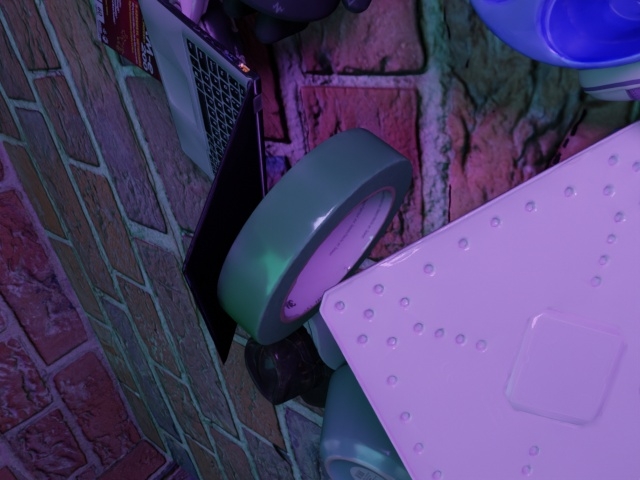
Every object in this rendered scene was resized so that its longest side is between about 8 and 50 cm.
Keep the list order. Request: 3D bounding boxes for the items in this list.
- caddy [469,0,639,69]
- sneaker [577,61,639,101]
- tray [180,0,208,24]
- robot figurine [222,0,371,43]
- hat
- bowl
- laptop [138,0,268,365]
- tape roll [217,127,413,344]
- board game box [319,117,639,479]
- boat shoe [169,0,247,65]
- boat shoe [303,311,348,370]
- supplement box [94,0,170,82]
[{"bbox_3d":[0.244,-0.295,0.350,0.241,0.179,0.341,42,140,12],"label":"caddy"},{"bbox_3d":[0.373,-0.107,0.423,0.282,0.102,0.161,8,126,42],"label":"sneaker"},{"bbox_3d":[-0.183,-0.440,0.704,0.145,0.030,0.271,138,124,-61],"label":"tray"},{"bbox_3d":[-0.030,-0.371,0.572,0.209,0.174,0.278,11,143,-17],"label":"robot figurine"},{"bbox_3d":[-0.086,0.286,1.152,0.331,0.134,0.332,25,133,30],"label":"hat"},{"bbox_3d":[0.120,0.399,0.954,0.311,0.163,0.312,21,137,20],"label":"bowl"},{"bbox_3d":[-0.204,-0.083,0.759,0.408,0.236,0.382,43,157,17],"label":"laptop"},{"bbox_3d":[0.000,0.000,0.699,0.077,0.321,0.321,39,139,15],"label":"tape roll"},{"bbox_3d":[0.252,0.130,0.541,0.390,0.389,0.050,62,179,-10],"label":"board game box"},{"bbox_3d":[-0.147,-0.261,0.838,0.114,0.091,0.303,26,141,52],"label":"boat shoe"},{"bbox_3d":[0.000,0.143,0.997,0.268,0.096,0.088,60,173,-28],"label":"boat shoe"},{"bbox_3d":[-0.322,-0.394,0.935,0.239,0.073,0.130,36,138,20],"label":"supplement box"}]
